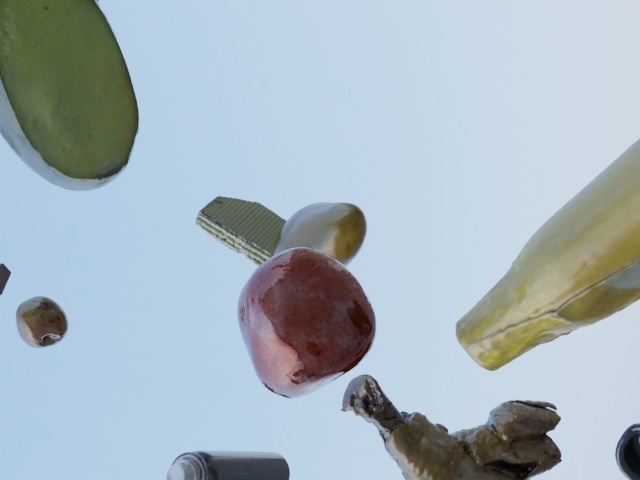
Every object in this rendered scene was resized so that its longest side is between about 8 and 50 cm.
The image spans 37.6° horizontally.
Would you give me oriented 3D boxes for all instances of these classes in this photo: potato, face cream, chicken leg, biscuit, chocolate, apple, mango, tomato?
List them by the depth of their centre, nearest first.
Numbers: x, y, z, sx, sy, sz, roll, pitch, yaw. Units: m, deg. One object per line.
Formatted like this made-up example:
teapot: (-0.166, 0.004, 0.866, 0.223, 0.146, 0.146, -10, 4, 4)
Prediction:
potato: (-0.256, -0.171, 0.869, 0.141, 0.298, 0.176, -31, -19, -18)
chocolate: (0.349, 0.009, 1.112, 0.445, 0.162, 0.162, -44, -18, 26)
tomato: (-0.029, 0.106, 1.164, 0.151, 0.187, 0.187, -47, -45, -48)
chicken leg: (0.217, 0.320, 1.416, 0.295, 0.409, 0.182, -45, 9, 0)
face cream: (-0.145, 0.368, 1.476, 0.283, 0.073, 0.073, 24, -104, -60)
apple: (-0.439, 0.128, 1.481, 0.084, 0.084, 0.071, 35, -156, -57)
mango: (0.000, 0.000, 1.508, 0.113, 0.253, 0.139, 29, -120, -15)
biscuit: (-0.102, 0.000, 1.751, 0.052, 0.252, 0.150, -59, -3, 27)

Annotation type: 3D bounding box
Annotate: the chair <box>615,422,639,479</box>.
chair: (0.474, 0.220, 1.209, 0.104, 0.095, 0.221, 47, -118, 1)

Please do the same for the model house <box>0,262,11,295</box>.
model house: (-0.550, 0.078, 1.545, 0.083, 0.058, 0.057, -91, 25, -54)
